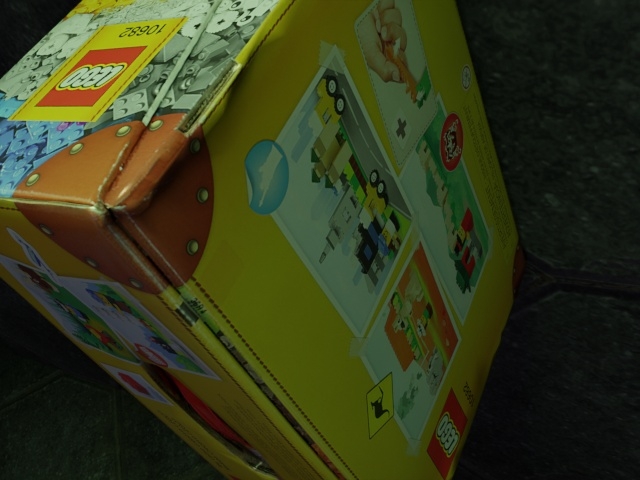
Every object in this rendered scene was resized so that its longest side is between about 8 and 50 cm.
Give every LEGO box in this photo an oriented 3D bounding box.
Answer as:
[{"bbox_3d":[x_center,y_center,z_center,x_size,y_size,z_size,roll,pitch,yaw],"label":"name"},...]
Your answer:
[{"bbox_3d":[0.000,0.000,0.587,0.193,0.373,0.500,7,143,34],"label":"LEGO box"}]
